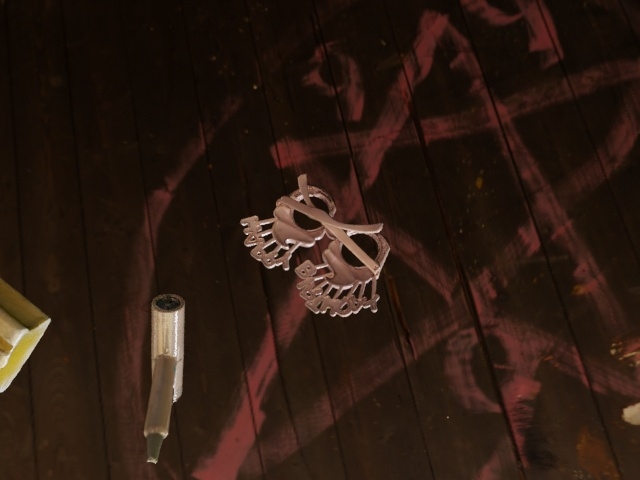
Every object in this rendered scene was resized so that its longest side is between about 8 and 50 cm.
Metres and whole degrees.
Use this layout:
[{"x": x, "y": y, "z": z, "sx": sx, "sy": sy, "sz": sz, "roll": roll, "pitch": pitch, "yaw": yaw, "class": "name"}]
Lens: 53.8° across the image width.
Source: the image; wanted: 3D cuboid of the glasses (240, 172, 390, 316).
[{"x": -0.003, "y": 0.007, "z": 0.942, "sx": 0.255, "sy": 0.095, "sz": 0.162, "roll": 37, "pitch": -100, "yaw": 21, "class": "glasses"}]

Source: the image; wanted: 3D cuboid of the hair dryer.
[{"x": -0.248, "y": 0.219, "z": 0.965, "sx": 0.054, "sy": 0.220, "sz": 0.195, "roll": 5, "pitch": -62, "yaw": -6, "class": "hair dryer"}]

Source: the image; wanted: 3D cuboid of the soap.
[{"x": -0.576, "y": 0.105, "z": 0.974, "sx": 0.274, "sy": 0.089, "sz": 0.173, "roll": 38, "pitch": -75, "yaw": 3, "class": "soap"}]
